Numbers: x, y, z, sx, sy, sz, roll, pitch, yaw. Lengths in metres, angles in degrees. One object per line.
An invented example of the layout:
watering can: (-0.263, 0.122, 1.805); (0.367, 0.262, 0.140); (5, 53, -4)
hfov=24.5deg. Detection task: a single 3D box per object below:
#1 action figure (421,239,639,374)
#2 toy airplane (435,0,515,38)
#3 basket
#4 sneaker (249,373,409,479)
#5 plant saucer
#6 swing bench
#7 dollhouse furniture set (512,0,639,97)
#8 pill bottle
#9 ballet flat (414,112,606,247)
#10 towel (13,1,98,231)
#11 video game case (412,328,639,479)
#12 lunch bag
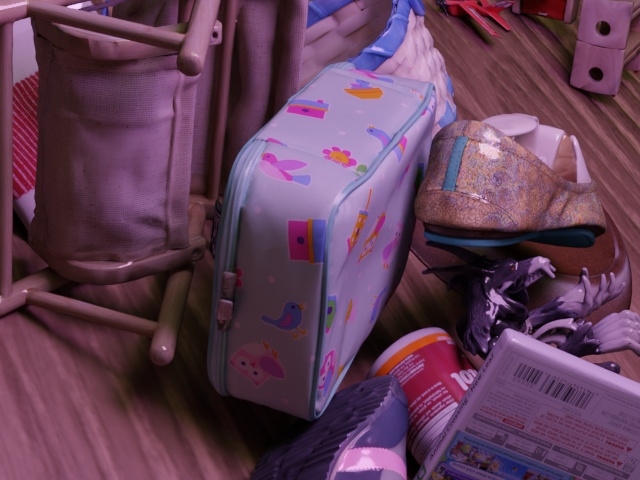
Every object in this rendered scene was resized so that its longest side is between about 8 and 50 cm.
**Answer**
action figure: (0.207, 0.087, 1.241); (0.275, 0.141, 0.164); (50, 17, -19)
toy airplane: (0.201, -0.309, 1.942); (0.151, 0.028, 0.151); (22, 35, -16)
basket: (-0.018, -0.174, 1.334); (0.289, 0.255, 0.201); (49, 22, -20)
sneaker: (0.016, 0.212, 1.053); (0.131, 0.112, 0.319); (58, 25, -12)
plant saucer: (0.205, -0.025, 1.549); (0.311, 0.050, 0.310); (22, 33, -16)
swing bench: (-0.126, -0.085, 1.133); (0.165, 0.253, 0.254); (15, 29, 14)
dollhouse furniture set: (0.332, -0.285, 1.960); (0.184, 0.129, 0.129); (16, 28, 22)
pill bottle: (0.110, 0.151, 1.198); (0.086, 0.086, 0.152); (-6, 48, -43)
ballet flat: (0.178, -0.051, 1.282); (0.123, 0.123, 0.348); (44, 16, 19)
towel: (-0.269, -0.184, 1.256); (0.329, 0.037, 0.237); (57, 33, -9)
video game case: (0.186, 0.184, 1.117); (0.212, 0.193, 0.023); (23, 22, -14)
lunch bag: (0.000, 0.000, 1.155); (0.108, 0.224, 0.279); (18, 32, 13)
